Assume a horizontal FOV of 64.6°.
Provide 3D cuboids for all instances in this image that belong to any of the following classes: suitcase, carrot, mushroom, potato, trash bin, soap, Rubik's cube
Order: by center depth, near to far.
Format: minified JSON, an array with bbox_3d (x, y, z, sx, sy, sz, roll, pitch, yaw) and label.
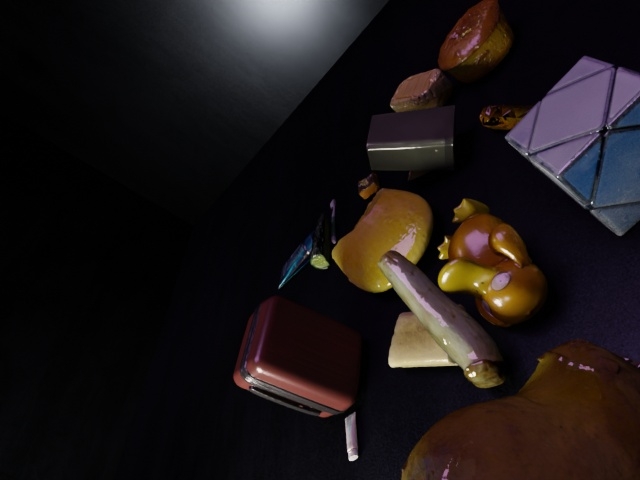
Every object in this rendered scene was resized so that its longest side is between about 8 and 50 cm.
[{"bbox_3d":[0.279,0.289,0.670,0.397,0.296,0.290,-61,26,-4],"label":"potato"},{"bbox_3d":[0.505,-0.173,0.909,0.205,0.205,0.207,-48,26,20],"label":"Rubik's cube"},{"bbox_3d":[0.236,0.148,0.999,0.087,0.107,0.333,-40,54,-1],"label":"mushroom"},{"bbox_3d":[-0.050,0.294,1.270,0.161,0.297,0.236,-44,25,44],"label":"suitcase"},{"bbox_3d":[0.493,-0.313,1.279,0.069,0.069,0.229,-57,25,0],"label":"carrot"},{"bbox_3d":[0.265,-0.286,1.457,0.241,0.122,0.164,-1,52,17],"label":"trash bin"},{"bbox_3d":[0.167,-0.012,1.457,0.306,0.115,0.427,-53,24,-1],"label":"soap"}]

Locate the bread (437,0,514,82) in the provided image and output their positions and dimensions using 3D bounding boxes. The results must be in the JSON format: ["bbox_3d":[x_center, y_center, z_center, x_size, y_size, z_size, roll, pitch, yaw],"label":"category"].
[{"bbox_3d":[0.479,-0.615,1.583,0.268,0.146,0.268,-46,22,25],"label":"bread"}]

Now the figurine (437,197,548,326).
[{"bbox_3d":[0.337,0.047,1.000,0.215,0.215,0.228,-38,19,35],"label":"figurine"}]

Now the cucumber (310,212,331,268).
[{"bbox_3d":[-0.002,0.002,1.785,0.062,0.078,0.211,-15,43,16],"label":"cucumber"}]

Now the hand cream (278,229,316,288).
[{"bbox_3d":[-0.087,0.070,1.912,0.270,0.061,0.120,-46,24,35],"label":"hand cream"}]

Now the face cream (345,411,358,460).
[{"bbox_3d":[0.072,0.453,1.176,0.038,0.020,0.115,-46,25,25],"label":"face cream"}]

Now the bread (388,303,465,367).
[{"bbox_3d":[0.236,0.214,1.112,0.178,0.060,0.139,-20,44,53],"label":"bread"}]

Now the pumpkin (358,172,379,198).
[{"bbox_3d":[0.165,-0.194,1.761,0.074,0.054,0.083,-39,24,25],"label":"pumpkin"}]

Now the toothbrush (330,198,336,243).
[{"bbox_3d":[0.047,-0.073,1.873,0.024,0.018,0.257,-46,26,30],"label":"toothbrush"}]

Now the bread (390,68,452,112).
[{"bbox_3d":[0.345,-0.492,1.723,0.139,0.106,0.236,-60,24,-9],"label":"bread"}]

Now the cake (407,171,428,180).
[{"bbox_3d":[0.307,-0.220,1.558,0.121,0.065,0.052,119,171,-60],"label":"cake"}]
